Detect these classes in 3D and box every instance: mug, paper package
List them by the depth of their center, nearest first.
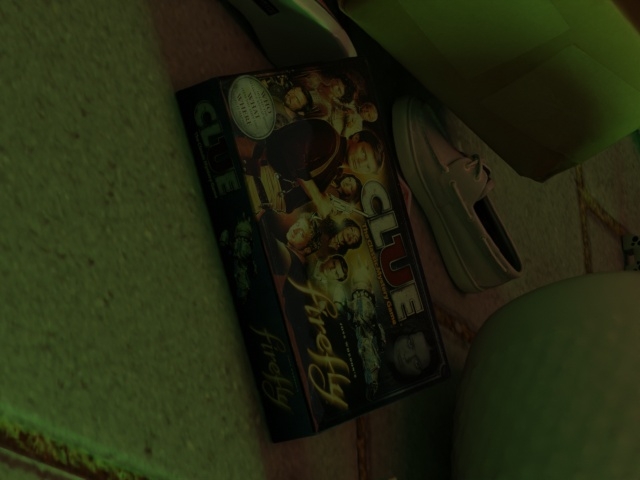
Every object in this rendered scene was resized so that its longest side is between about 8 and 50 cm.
[{"bbox_3d":[0.234,0.224,1.399,0.374,0.276,0.328,88,-8,-65],"label":"mug"},{"bbox_3d":[0.130,-0.259,1.466,0.325,0.168,0.309,35,33,-51],"label":"paper package"}]

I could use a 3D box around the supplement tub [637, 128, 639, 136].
[{"bbox_3d":[0.404,-0.131,2.074,0.107,0.071,0.071,57,32,-29],"label":"supplement tub"}]

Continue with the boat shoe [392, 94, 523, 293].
[{"bbox_3d":[0.116,-0.041,1.490,0.184,0.063,0.066,68,28,-13],"label":"boat shoe"}]

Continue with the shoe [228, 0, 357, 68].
[{"bbox_3d":[-0.027,-0.190,1.298,0.178,0.063,0.081,43,45,-39],"label":"shoe"}]

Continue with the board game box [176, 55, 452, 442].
[{"bbox_3d":[0.000,0.000,1.237,0.165,0.042,0.243,-16,91,-51],"label":"board game box"}]

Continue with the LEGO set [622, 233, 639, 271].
[{"bbox_3d":[0.387,0.099,1.895,0.087,0.093,0.227,36,46,-51],"label":"LEGO set"}]

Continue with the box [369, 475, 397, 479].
[{"bbox_3d":[0.057,0.322,1.187,0.067,0.063,0.324,-22,96,-64],"label":"box"}]

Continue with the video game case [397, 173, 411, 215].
[{"bbox_3d":[0.024,-0.019,1.354,0.143,0.019,0.157,50,35,-39],"label":"video game case"}]
